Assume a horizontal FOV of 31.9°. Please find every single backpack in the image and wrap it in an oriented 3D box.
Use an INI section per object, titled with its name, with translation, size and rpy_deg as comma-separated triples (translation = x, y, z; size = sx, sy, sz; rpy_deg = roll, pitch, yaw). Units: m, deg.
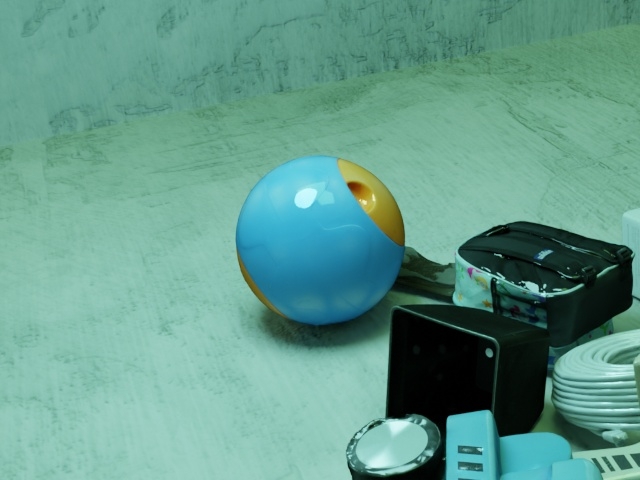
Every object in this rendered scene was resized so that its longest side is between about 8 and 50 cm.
[backpack]
translation = 0.336, 0.072, 1.747
size = 0.225, 0.191, 0.253
rpy_deg = -24, 36, -38

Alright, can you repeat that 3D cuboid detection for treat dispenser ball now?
[treat dispenser ball]
translation = 0.000, 0.000, 1.893
size = 0.288, 0.288, 0.288
rpy_deg = -6, 24, 3

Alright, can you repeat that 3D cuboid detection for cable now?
[cable]
translation = 0.439, 0.186, 1.524
size = 0.257, 0.089, 0.257
rpy_deg = -15, 9, -25

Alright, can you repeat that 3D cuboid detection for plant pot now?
[plant pot]
translation = 0.217, 0.184, 1.561
size = 0.167, 0.188, 0.187
rpy_deg = -14, 21, -43

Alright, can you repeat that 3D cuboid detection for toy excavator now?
[toy excavator]
translation = 0.265, 0.281, 1.205
size = 0.445, 0.222, 0.433
rpy_deg = -9, 24, 12

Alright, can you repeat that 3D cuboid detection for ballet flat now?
[ballet flat]
translation = 0.185, 0.062, 2.001
size = 0.250, 0.058, 0.084
rpy_deg = 12, 52, 49

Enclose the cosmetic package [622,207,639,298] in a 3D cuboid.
[cosmetic package]
translation = 0.675, 0.050, 1.736
size = 0.217, 0.156, 0.385
rpy_deg = -20, 26, -23
